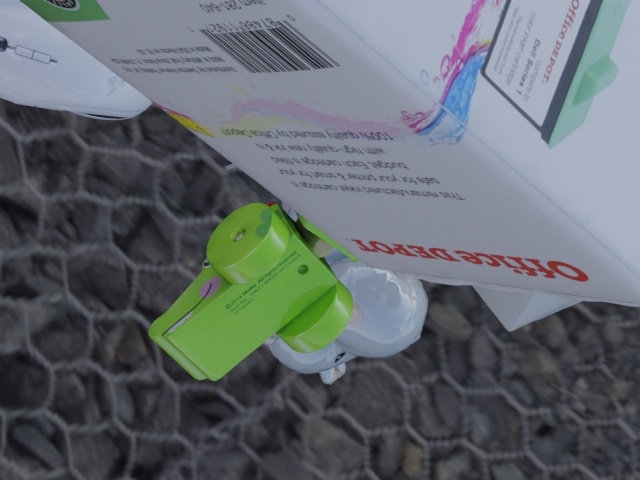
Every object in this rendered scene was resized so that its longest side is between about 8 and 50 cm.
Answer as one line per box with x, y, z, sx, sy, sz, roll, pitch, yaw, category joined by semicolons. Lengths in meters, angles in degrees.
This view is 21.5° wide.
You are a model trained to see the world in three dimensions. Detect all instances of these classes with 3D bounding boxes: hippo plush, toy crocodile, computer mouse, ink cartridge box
0.000;0.000;1.647;0.234;0.294;0.236;44;50;-42;hippo plush
0.008;-0.023;1.305;0.340;0.105;0.115;-44;123;7;toy crocodile
-0.187;-0.122;1.030;0.193;0.042;0.106;13;101;-14;computer mouse
0.013;-0.096;0.697;0.278;0.201;0.117;37;73;-31;ink cartridge box

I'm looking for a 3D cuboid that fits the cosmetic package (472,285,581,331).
0.202;-0.050;1.423;0.151;0.183;0.151;-19;63;-34;cosmetic package
